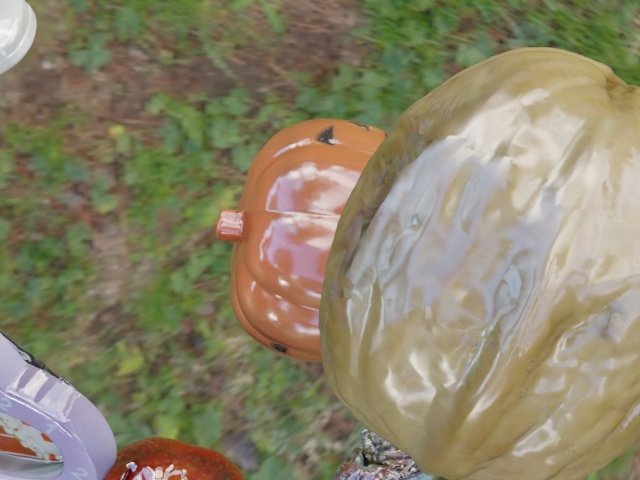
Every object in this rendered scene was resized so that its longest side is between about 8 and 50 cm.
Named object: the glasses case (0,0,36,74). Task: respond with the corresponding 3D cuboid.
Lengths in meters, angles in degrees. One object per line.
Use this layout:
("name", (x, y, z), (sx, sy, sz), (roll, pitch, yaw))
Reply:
("glasses case", (-0.330, -0.152, 1.633), (0.204, 0.081, 0.051), (-16, 134, 20))

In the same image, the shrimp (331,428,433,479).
("shrimp", (0.083, 0.160, 1.721), (0.079, 0.090, 0.233), (39, 79, -34))

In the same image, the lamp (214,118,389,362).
("lamp", (0.000, 0.000, 1.480), (0.164, 0.187, 0.187), (9, 96, -11))

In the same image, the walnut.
("walnut", (0.116, 0.021, 1.121), (0.225, 0.225, 0.261), (25, 100, 10))

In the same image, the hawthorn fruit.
("hawthorn fruit", (-0.129, 0.260, 1.744), (0.173, 0.179, 0.173), (-10, 61, 19))

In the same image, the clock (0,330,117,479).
("clock", (-0.244, 0.120, 1.432), (0.198, 0.064, 0.172), (39, 140, -6))
